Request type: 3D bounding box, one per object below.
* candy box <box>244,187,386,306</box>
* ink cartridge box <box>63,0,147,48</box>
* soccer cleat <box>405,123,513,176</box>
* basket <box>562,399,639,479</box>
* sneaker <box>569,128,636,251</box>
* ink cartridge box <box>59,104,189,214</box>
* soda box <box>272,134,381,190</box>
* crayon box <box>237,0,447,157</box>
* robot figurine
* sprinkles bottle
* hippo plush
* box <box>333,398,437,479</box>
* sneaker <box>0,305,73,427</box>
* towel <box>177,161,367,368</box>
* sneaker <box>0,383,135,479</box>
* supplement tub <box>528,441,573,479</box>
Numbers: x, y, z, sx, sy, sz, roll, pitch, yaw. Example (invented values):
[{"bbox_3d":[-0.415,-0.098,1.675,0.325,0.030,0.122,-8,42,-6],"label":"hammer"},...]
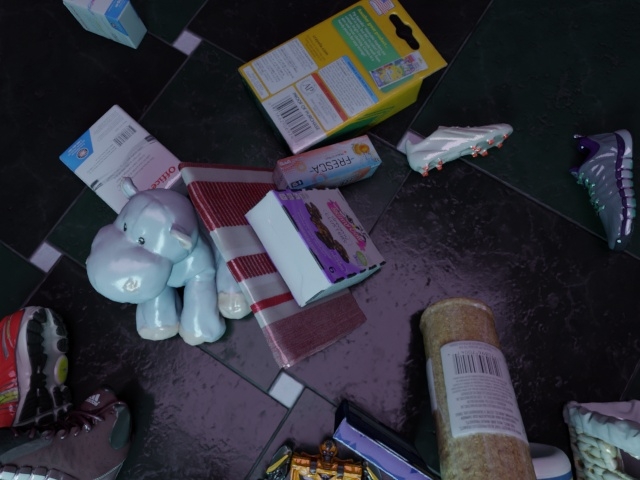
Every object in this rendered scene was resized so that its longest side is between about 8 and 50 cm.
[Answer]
[{"bbox_3d":[0.000,0.000,0.745,0.070,0.196,0.164,-40,76,29],"label":"candy box"},{"bbox_3d":[-0.420,-0.440,0.914,0.123,0.088,0.052,21,79,6],"label":"ink cartridge box"},{"bbox_3d":[0.251,-0.184,0.850,0.196,0.068,0.076,-20,74,0],"label":"soccer cleat"},{"bbox_3d":[0.553,0.356,0.586,0.332,0.328,0.266,-2,81,0],"label":"basket"},{"bbox_3d":[0.493,-0.088,0.826,0.098,0.083,0.223,3,71,23],"label":"sneaker"},{"bbox_3d":[-0.340,-0.127,0.842,0.191,0.082,0.139,41,82,9],"label":"ink cartridge box"},{"bbox_3d":[0.012,-0.125,0.818,0.183,0.058,0.062,-20,76,-22],"label":"soda box"},{"bbox_3d":[0.040,-0.302,0.873,0.323,0.083,0.203,-31,78,-5],"label":"crayon box"},{"bbox_3d":[-0.003,0.453,0.696,0.211,0.085,0.290,7,77,2],"label":"robot figurine"},{"bbox_3d":[0.212,0.243,0.632,0.121,0.121,0.355,3,42,2],"label":"sprinkles bottle"},{"bbox_3d":[-0.210,0.029,0.723,0.234,0.236,0.294,40,81,10],"label":"hippo plush"},{"bbox_3d":[0.083,0.288,0.660,0.137,0.225,0.036,31,80,9],"label":"box"},{"bbox_3d":[-0.485,0.250,0.765,0.119,0.107,0.278,-8,75,20],"label":"sneaker"},{"bbox_3d":[-0.070,0.021,0.736,0.037,0.237,0.328,-37,76,28],"label":"towel"},{"bbox_3d":[-0.390,0.272,0.683,0.107,0.281,0.162,6,56,37],"label":"sneaker"},{"bbox_3d":[0.294,0.406,0.668,0.145,0.144,0.199,-4,77,1],"label":"supplement tub"}]
